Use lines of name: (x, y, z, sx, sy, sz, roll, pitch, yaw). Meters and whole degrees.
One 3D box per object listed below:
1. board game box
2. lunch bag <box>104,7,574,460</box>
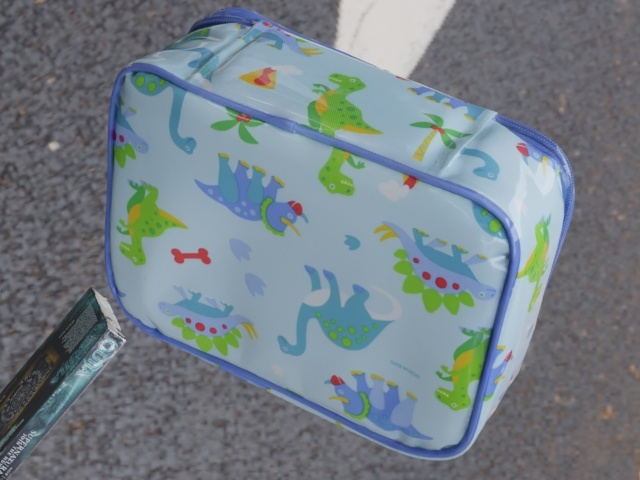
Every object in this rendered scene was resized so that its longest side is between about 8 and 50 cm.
board game box: (-0.269, 0.141, 1.198, 0.026, 0.126, 0.186, 40, 91, -25)
lunch bag: (0.000, 0.000, 0.588, 0.090, 0.219, 0.176, -45, 150, -47)
